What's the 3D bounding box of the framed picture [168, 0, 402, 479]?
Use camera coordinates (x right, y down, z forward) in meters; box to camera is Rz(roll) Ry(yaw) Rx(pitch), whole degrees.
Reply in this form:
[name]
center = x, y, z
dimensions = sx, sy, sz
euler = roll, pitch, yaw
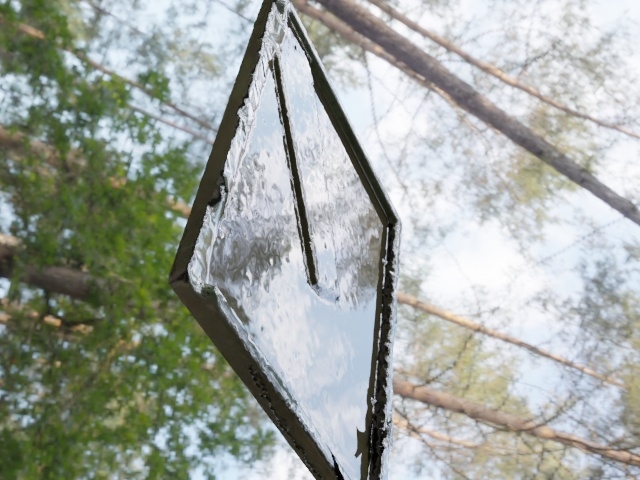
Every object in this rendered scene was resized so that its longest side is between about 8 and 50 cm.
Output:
[framed picture]
center = 0.000, 0.000, 0.534
dimensions = 0.019, 0.209, 0.281
euler = -18, -147, 20
